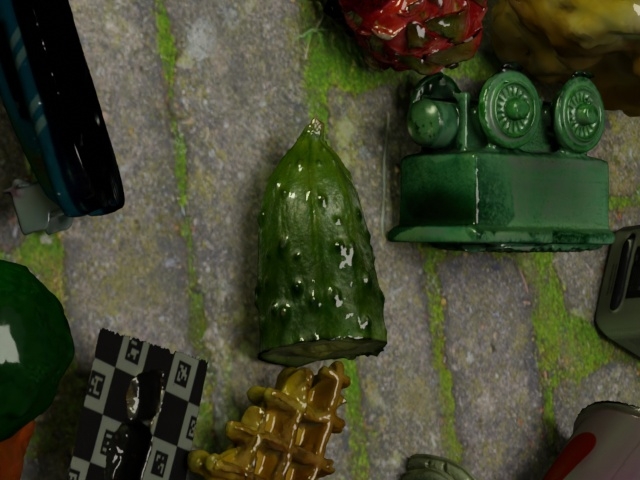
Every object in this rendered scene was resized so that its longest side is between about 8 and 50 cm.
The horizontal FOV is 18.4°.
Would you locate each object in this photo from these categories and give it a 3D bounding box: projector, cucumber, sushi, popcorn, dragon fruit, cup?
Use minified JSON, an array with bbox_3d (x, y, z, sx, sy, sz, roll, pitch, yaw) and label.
[{"bbox_3d":[0.470,0.081,2.344,0.242,0.177,0.163,28,66,-36],"label":"projector"},{"bbox_3d":[-0.004,0.000,1.950,0.134,0.134,0.244,8,74,-43],"label":"cucumber"},{"bbox_3d":[-0.189,0.195,1.785,0.192,0.051,0.215,26,74,-60],"label":"sushi"},{"bbox_3d":[0.357,-0.329,2.206,0.354,0.344,0.390,-31,118,-72],"label":"popcorn"},{"bbox_3d":[0.098,-0.253,2.079,0.172,0.160,0.166,27,28,-54],"label":"dragon fruit"},{"bbox_3d":[0.279,0.337,2.129,0.288,0.203,0.203,-45,114,-32],"label":"cup"}]

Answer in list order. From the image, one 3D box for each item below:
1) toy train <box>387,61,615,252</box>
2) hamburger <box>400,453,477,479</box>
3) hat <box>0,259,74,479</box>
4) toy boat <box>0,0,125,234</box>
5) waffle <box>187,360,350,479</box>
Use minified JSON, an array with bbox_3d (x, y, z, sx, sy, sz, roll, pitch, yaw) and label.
[{"bbox_3d":[0.200,-0.087,2.130,0.266,0.145,0.201,1,90,-43],"label":"toy train"},{"bbox_3d":[0.133,0.278,2.053,0.054,0.084,0.121,-22,97,-42],"label":"hamburger"},{"bbox_3d":[-0.290,0.120,1.465,0.285,0.400,0.285,12,74,-46],"label":"hat"},{"bbox_3d":[-0.264,-0.157,1.750,0.134,0.092,0.298,1,72,-78],"label":"toy boat"},{"bbox_3d":[-0.024,0.281,1.919,0.260,0.069,0.293,-36,111,-39],"label":"waffle"}]
